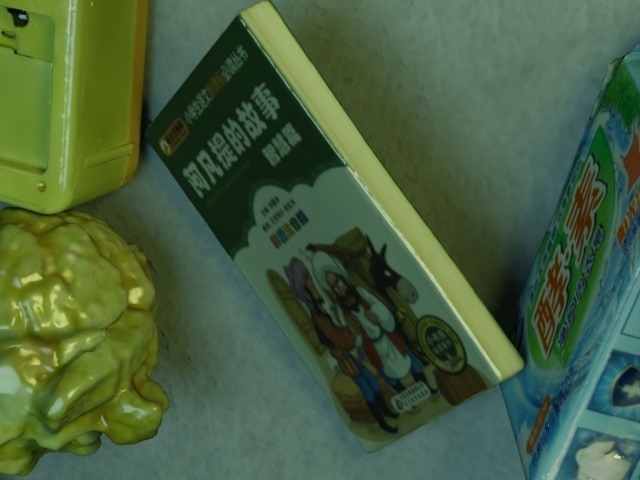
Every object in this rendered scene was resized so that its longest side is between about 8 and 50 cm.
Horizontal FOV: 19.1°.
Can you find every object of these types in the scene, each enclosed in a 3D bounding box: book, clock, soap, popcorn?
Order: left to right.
[{"bbox_3d":[-0.192,-0.130,1.255,0.143,0.096,0.202,16,112,26],"label":"clock"},{"bbox_3d":[-0.191,0.070,1.279,0.185,0.167,0.187,-10,106,26],"label":"popcorn"},{"bbox_3d":[0.000,0.000,1.182,0.264,0.027,0.202,55,152,3],"label":"book"},{"bbox_3d":[0.178,0.019,1.070,0.077,0.156,0.293,14,116,-12],"label":"soap"}]
